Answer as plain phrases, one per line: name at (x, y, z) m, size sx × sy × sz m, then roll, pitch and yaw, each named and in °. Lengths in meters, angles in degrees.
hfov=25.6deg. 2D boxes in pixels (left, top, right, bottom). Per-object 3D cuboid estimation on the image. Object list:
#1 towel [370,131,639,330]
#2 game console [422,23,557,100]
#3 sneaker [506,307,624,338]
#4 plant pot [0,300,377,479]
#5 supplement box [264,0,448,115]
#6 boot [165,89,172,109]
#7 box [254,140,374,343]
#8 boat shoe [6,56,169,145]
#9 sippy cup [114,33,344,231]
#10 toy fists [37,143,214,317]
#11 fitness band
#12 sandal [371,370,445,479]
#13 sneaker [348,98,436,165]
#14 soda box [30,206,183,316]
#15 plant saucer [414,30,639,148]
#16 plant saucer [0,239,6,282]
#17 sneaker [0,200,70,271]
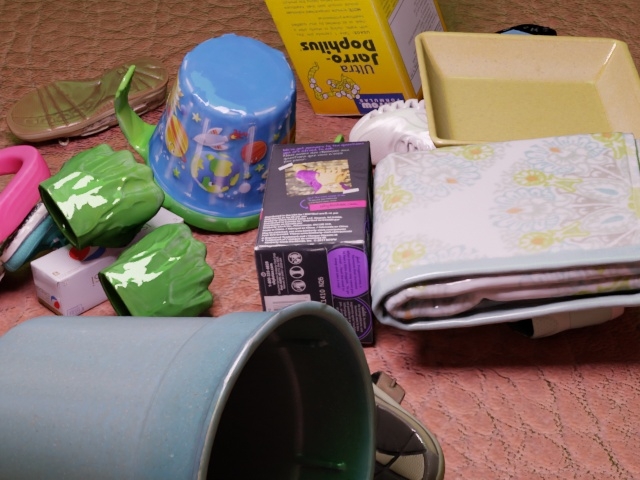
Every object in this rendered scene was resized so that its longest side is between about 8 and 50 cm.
towel at (0.252, -0.019, 1.794) m, size 0.374 × 0.090 × 0.320 m, roll -5°, pitch 32°, yaw 7°
game console at (0.246, -0.332, 2.499) m, size 0.361 × 0.044 × 0.213 m, roll -20°, pitch 35°, yaw -24°
sneaker at (0.274, 0.036, 1.860) m, size 0.151 × 0.094 × 0.256 m, roll -16°, pitch 32°, yaw -12°
plant pot at (-0.167, 0.218, 1.437) m, size 0.334 × 0.341 × 0.341 m, roll 4°, pitch 32°, yaw 29°
supplement box at (0.049, -0.396, 2.276) m, size 0.195 × 0.356 × 0.194 m, roll 2°, pitch 47°, yaw 29°
boot at (-0.152, -0.168, 2.277) m, size 0.207 × 0.090 × 0.248 m, roll 6°, pitch 30°, yaw -5°
box at (0.000, 0.000, 1.883) m, size 0.143 × 0.165 × 0.270 m, roll -2°, pitch 32°, yaw 6°
boat shoe at (-0.388, -0.220, 2.378) m, size 0.285 × 0.089 × 0.104 m, roll -19°, pitch 61°, yaw -17°
sippy cup at (-0.132, -0.169, 2.049) m, size 0.305 × 0.224 × 0.240 m, roll -10°, pitch 55°, yaw -19°
toy fists at (-0.251, -0.002, 1.887) m, size 0.142 × 0.096 × 0.279 m, roll -31°, pitch 76°, yaw -21°
fitness band at (-0.492, -0.042, 1.963) m, size 0.209 × 0.054 × 0.291 m, roll -17°, pitch 27°, yaw 23°
sandal at (0.060, 0.208, 1.621) m, size 0.086 × 0.120 × 0.303 m, roll 9°, pitch 23°, yaw -35°
sneaker at (0.187, -0.146, 2.161) m, size 0.292 × 0.110 × 0.118 m, roll -1°, pitch 41°, yaw 6°
soda box at (-0.292, 0.028, 1.968) m, size 0.216 × 0.069 × 0.074 m, roll -28°, pitch 39°, yaw -34°
plant saucer at (0.311, -0.194, 2.076) m, size 0.333 × 0.081 × 0.332 m, roll 2°, pitch 35°, yaw -2°
plant saucer at (-0.588, 0.063, 1.968) m, size 0.311 × 0.050 × 0.310 m, roll -3°, pitch 32°, yaw 2°
sneaker at (-0.347, -0.023, 2.007) m, size 0.107 × 0.110 × 0.275 m, roll -37°, pitch -1°, yaw 43°
